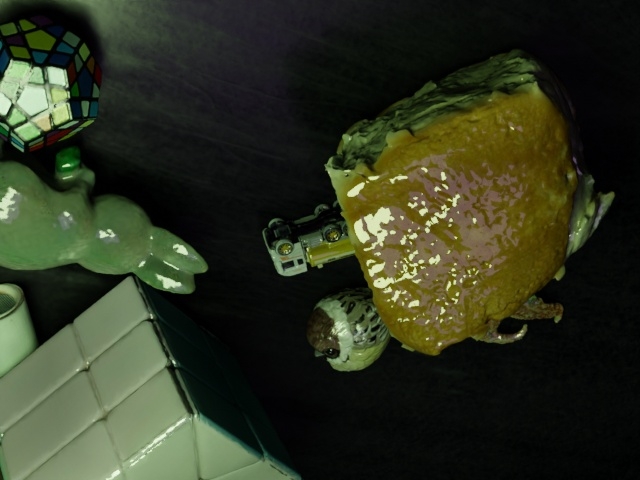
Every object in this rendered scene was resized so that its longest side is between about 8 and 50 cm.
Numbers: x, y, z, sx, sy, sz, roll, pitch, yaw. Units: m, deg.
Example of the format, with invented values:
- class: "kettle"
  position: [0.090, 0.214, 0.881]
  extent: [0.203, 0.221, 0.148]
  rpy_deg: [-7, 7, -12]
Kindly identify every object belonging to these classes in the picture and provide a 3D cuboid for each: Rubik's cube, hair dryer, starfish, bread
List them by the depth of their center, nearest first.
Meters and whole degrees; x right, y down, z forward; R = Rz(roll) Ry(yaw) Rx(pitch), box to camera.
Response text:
- class: "Rubik's cube"
  position: [-0.276, -0.151, 0.970]
  extent: [0.112, 0.133, 0.133]
  rpy_deg: [0, 122, 15]
- class: "bread"
  position: [0.162, -0.046, 1.057]
  extent: [0.279, 0.225, 0.250]
  rpy_deg: [-24, 107, 4]
- class: "Rubik's cube"
  position: [-0.193, 0.216, 1.090]
  extent: [0.221, 0.224, 0.231]
  rpy_deg: [-39, 137, 4]
- class: "hair dryer"
  position: [-0.435, 0.134, 1.128]
  extent: [0.236, 0.073, 0.131]
  rpy_deg: [-9, 122, -4]
- class: "starfish"
  position: [0.226, 0.060, 1.251]
  extent: [0.209, 0.053, 0.150]
  rpy_deg: [20, 126, -27]

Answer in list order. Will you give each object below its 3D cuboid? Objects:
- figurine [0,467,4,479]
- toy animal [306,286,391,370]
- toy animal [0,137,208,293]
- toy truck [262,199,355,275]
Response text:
- class: "figurine"
  position: [-0.447, 0.332, 1.183]
  extent: [0.332, 0.185, 0.204]
  rpy_deg: [-34, 107, 0]
- class: "toy animal"
  position: [0.042, 0.089, 1.193]
  extent: [0.098, 0.098, 0.137]
  rpy_deg: [33, 95, -26]
- class: "toy animal"
  position: [-0.243, -0.011, 1.053]
  extent: [0.251, 0.125, 0.127]
  rpy_deg: [24, 132, -19]
- class: "toy truck"
  position: [0.000, 0.000, 1.154]
  extent: [0.123, 0.052, 0.063]
  rpy_deg: [-17, 128, -4]
